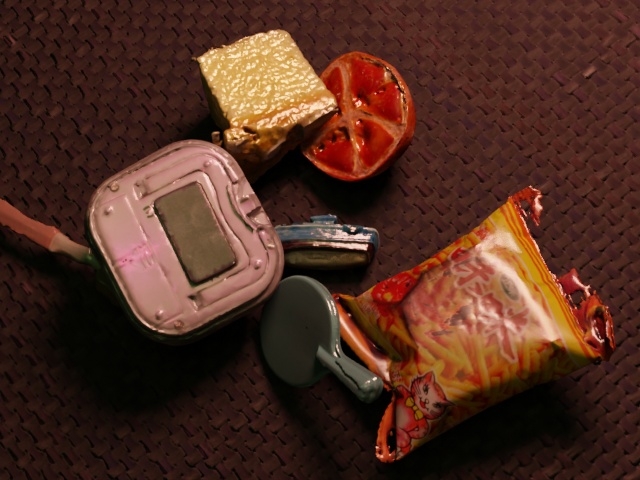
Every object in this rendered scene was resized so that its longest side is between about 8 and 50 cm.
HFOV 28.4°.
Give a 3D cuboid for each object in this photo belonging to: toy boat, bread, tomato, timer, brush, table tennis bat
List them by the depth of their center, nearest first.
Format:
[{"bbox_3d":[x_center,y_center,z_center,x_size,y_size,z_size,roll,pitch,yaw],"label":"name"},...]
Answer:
[{"bbox_3d":[-0.003,0.118,1.388,0.201,0.033,0.124,35,112,42],"label":"table tennis bat"},{"bbox_3d":[-0.152,0.001,1.404,0.190,0.069,0.209,-29,83,-6],"label":"timer"},{"bbox_3d":[0.000,0.000,1.470,0.137,0.060,0.061,-3,45,7],"label":"toy boat"},{"bbox_3d":[-0.268,0.021,1.486,0.301,0.071,0.084,27,79,16],"label":"brush"},{"bbox_3d":[0.054,-0.140,1.494,0.155,0.069,0.156,-5,81,34],"label":"tomato"},{"bbox_3d":[-0.066,-0.160,1.498,0.152,0.127,0.147,-26,66,-4],"label":"bread"}]

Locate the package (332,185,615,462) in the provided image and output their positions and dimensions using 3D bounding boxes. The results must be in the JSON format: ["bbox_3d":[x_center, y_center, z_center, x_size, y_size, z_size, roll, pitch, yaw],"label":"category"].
[{"bbox_3d":[0.157,0.091,1.384,0.288,0.108,0.223,-25,63,4],"label":"package"}]
